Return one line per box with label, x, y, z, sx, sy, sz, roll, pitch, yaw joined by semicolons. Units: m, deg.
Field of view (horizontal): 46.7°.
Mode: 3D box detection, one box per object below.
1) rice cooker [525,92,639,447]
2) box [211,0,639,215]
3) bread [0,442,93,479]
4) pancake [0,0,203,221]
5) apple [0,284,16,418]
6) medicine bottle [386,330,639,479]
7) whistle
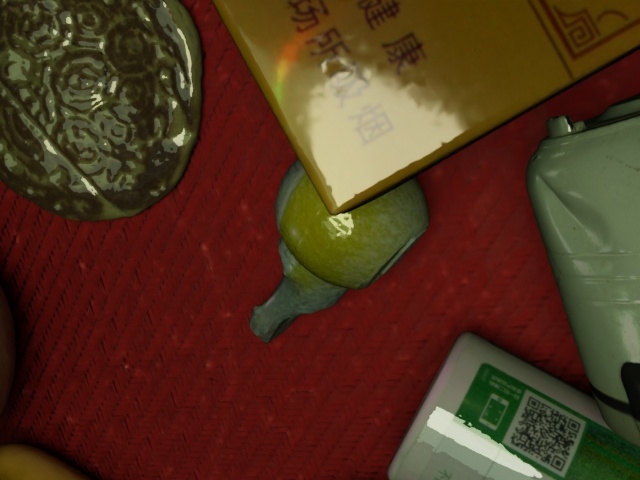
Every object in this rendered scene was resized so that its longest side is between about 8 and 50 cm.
rice cooker;0.251;0.012;0.446;0.226;0.226;0.244;-21;92;22
box;0.127;-0.226;0.432;0.416;0.116;0.264;-28;88;7
bread;-0.213;0.311;0.731;0.305;0.091;0.141;28;125;12
pancake;-0.215;-0.140;0.660;0.250;0.031;0.249;3;102;13
apple;-0.440;0.083;0.652;0.345;0.345;0.269;43;90;6
medicine bottle;0.196;0.185;0.541;0.274;0.133;0.133;27;109;12
whistle;0.000;0.000;0.589;0.123;0.123;0.223;43;127;6
